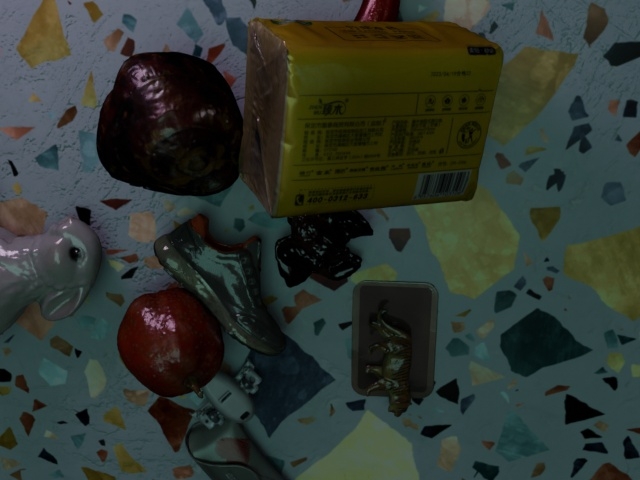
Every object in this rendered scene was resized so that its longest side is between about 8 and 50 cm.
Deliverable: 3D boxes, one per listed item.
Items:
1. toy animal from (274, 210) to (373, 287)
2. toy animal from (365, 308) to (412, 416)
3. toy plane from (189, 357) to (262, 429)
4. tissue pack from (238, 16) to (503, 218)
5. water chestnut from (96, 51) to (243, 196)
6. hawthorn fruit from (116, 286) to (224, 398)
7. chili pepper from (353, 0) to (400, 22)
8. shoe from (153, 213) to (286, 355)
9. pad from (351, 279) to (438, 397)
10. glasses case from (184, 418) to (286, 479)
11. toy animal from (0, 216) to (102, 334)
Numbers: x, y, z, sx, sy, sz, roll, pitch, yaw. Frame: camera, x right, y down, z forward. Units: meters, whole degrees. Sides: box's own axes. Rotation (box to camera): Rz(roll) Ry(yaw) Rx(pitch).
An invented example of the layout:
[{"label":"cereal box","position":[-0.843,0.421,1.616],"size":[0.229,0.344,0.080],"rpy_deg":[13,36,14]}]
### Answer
[{"label":"toy animal","position":[-0.005,-0.007,1.541],"size":[0.219,0.116,0.179],"rpy_deg":[-37,72,21]},{"label":"toy animal","position":[0.144,0.253,1.618],"size":[0.099,0.057,0.241],"rpy_deg":[2,107,-2]},{"label":"toy plane","position":[-0.208,0.319,1.664],"size":[0.174,0.080,0.173],"rpy_deg":[-1,95,-8]},{"label":"tissue pack","position":[0.072,-0.208,1.303],"size":[0.382,0.228,0.293],"rpy_deg":[-7,121,-24]},{"label":"water chestnut","position":[-0.258,-0.208,1.401],"size":[0.289,0.289,0.244],"rpy_deg":[13,79,2]},{"label":"hawthorn fruit","position":[-0.288,0.218,1.549],"size":[0.205,0.253,0.205],"rpy_deg":[-18,143,-14]},{"label":"chili pepper","position":[0.058,-0.374,1.416],"size":[0.137,0.092,0.368],"rpy_deg":[38,101,9]},{"label":"shoe","position":[-0.161,0.072,1.564],"size":[0.171,0.132,0.336],"rpy_deg":[-44,96,8]},{"label":"pad","position":[0.153,0.209,1.629],"size":[0.176,0.002,0.266],"rpy_deg":[2,108,5]},{"label":"glasses case","position":[-0.163,0.518,1.721],"size":[0.128,0.083,0.308],"rpy_deg":[-35,102,16]},{"label":"toy animal","position":[-0.607,0.087,1.586],"size":[0.358,0.194,0.257],"rpy_deg":[-14,96,2]}]
